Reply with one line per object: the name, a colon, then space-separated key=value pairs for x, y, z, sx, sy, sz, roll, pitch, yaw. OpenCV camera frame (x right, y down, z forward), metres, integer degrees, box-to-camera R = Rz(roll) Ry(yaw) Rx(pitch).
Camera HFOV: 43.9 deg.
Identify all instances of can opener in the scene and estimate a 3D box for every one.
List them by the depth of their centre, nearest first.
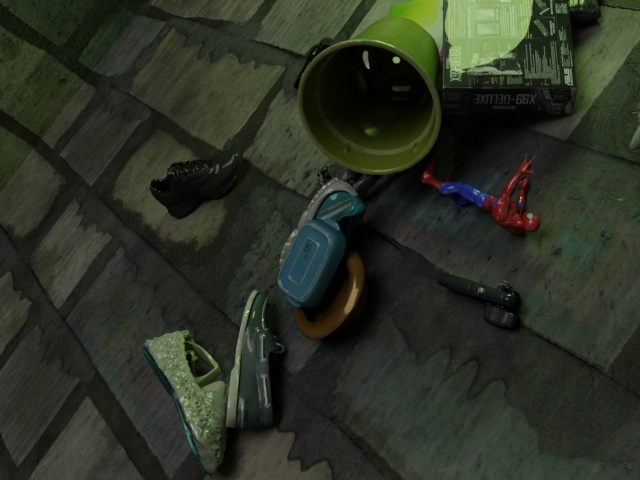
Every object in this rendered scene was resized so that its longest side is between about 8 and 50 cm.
can opener: x=0.271 y=0.091 z=1.373 sx=0.186 sy=0.059 sz=0.073 roll=25 pitch=80 yaw=50

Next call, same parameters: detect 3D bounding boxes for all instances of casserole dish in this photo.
casserole dish: x=-0.023 y=0.043 z=1.547 sx=0.114 sy=0.037 sz=0.188 roll=33 pitch=101 yaw=36

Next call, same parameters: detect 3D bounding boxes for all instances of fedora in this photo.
fedora: x=0.033 y=0.114 z=1.569 sx=0.194 sy=0.079 sz=0.194 roll=-28 pitch=48 yaw=37

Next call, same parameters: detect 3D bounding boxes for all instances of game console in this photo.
game console: x=-0.006 y=-0.452 z=2.093 sx=0.122 sy=0.071 sz=0.107 roll=-64 pitch=11 yaw=-16

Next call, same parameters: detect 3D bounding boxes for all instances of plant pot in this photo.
plant pot: x=0.126 y=-0.311 z=1.565 sx=0.276 sy=0.276 sz=0.254 roll=-20 pitch=26 yaw=33

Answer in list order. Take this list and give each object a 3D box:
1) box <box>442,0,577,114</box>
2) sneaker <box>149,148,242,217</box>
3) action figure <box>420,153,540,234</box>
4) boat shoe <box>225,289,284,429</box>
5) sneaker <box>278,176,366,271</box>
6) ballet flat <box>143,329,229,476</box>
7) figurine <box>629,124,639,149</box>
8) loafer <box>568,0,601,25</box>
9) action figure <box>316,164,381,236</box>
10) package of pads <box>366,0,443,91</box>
box: x=0.358 y=-0.383 z=1.538 sx=0.242 sy=0.076 sz=0.307 roll=1 pitch=59 yaw=7
sneaker: x=-0.331 y=-0.165 z=2.095 sx=0.286 sy=0.130 sz=0.109 roll=-30 pitch=42 yaw=22
action figure: x=0.316 y=-0.104 z=1.451 sx=0.139 sy=0.091 sz=0.280 roll=-58 pitch=39 yaw=7
boat shoe: x=-0.126 y=0.244 z=1.638 sx=0.099 sy=0.116 sz=0.319 roll=8 pitch=48 yaw=-1
sneaker: x=0.000 y=0.000 z=1.629 sx=0.110 sy=0.107 sz=0.275 roll=40 pitch=126 yaw=14
ballet flat: x=-0.263 y=0.312 z=1.675 sx=0.147 sy=0.147 sz=0.409 roll=-48 pitch=40 yaw=4
figurine: x=0.615 y=-0.228 z=1.271 sx=0.215 sy=0.092 sz=0.209 roll=6 pitch=70 yaw=47
loafer: x=0.530 y=-0.497 z=1.583 sx=0.061 sy=0.062 sz=0.170 roll=2 pitch=64 yaw=20
action figure: x=0.068 y=-0.122 z=1.705 sx=0.285 sy=0.099 sz=0.185 roll=-51 pitch=48 yaw=8
package of pads: x=0.254 y=-0.433 z=1.758 sx=0.296 sy=0.101 sz=0.229 roll=1 pitch=61 yaw=45
